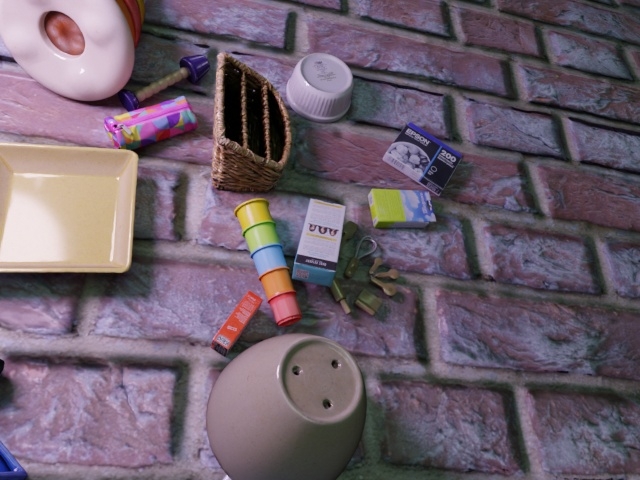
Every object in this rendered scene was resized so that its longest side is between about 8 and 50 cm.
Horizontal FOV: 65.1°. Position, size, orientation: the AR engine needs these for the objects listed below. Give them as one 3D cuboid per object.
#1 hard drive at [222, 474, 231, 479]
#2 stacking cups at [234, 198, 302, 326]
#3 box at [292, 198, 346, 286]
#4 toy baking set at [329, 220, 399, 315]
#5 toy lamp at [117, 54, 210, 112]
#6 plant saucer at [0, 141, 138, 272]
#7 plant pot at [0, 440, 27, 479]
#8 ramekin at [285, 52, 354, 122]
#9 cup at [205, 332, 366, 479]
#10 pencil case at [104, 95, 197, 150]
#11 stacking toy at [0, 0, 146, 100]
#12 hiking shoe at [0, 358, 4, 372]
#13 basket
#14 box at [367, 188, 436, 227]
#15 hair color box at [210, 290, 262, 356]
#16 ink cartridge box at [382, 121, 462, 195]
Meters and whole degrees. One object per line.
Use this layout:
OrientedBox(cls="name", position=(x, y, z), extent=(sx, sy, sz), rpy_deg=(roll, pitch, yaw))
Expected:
OrientedBox(cls="hard drive", position=(-0.136, 0.569, 0.979), extent=(0.210, 0.040, 0.318), rpy_deg=(38, 59, 6))
OrientedBox(cls="stacking cups", position=(-0.117, 0.051, 1.230), extent=(0.096, 0.096, 0.316), rpy_deg=(-16, 69, -23))
OrientedBox(cls="box", position=(0.000, 0.000, 1.265), extent=(0.101, 0.060, 0.244), rpy_deg=(12, 44, 0))
OrientedBox(cls="toy baking set", position=(0.094, 0.076, 1.315), extent=(0.197, 0.030, 0.256), rpy_deg=(-23, 71, -28))
OrientedBox(cls="toy lamp", position=(-0.432, -0.448, 1.415), extent=(0.080, 0.080, 0.275), rpy_deg=(45, 63, 10))
OrientedBox(cls="plant saucer", position=(-0.603, -0.063, 1.159), extent=(0.333, 0.081, 0.332), rpy_deg=(1, 63, -16))
OrientedBox(cls="plant pot", position=(-0.676, 0.386, 0.819), extent=(0.236, 0.236, 0.212), rpy_deg=(43, 66, 8))
OrientedBox(cls="ramekin", position=(0.004, -0.473, 1.531), extent=(0.208, 0.109, 0.207), rpy_deg=(6, 62, -12))
OrientedBox(cls="cup", position=(-0.040, 0.314, 0.995), extent=(0.332, 0.237, 0.330), rpy_deg=(13, 50, -16))
OrientedBox(cls="pencil case", position=(-0.446, -0.306, 1.322), extent=(0.237, 0.104, 0.104), rpy_deg=(-28, 73, -27))
OrientedBox(cls="stacking toy", position=(-0.597, -0.634, 1.383), extent=(0.351, 0.350, 0.479), rpy_deg=(21, 41, -5))
OrientedBox(cls="hiking shoe", position=(-0.738, 0.158, 0.984), extent=(0.304, 0.113, 0.132), rpy_deg=(32, 60, 2))
OrientedBox(cls="basket", position=(-0.175, -0.304, 1.326), extent=(0.214, 0.223, 0.298), rpy_deg=(3, 61, -14))
OrientedBox(cls="box", position=(0.232, -0.091, 1.431), extent=(0.179, 0.042, 0.108), rpy_deg=(0, 64, -16))
OrientedBox(cls="hair color box", position=(-0.191, 0.190, 1.146), extent=(0.043, 0.072, 0.141), rpy_deg=(33, 59, 2))
OrientedBox(cls="ink cartridge box", position=(0.326, -0.267, 1.551), extent=(0.206, 0.045, 0.208), rpy_deg=(33, 58, 3))
